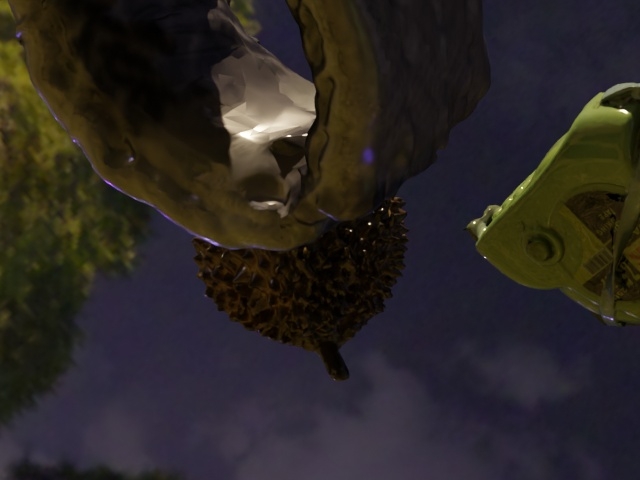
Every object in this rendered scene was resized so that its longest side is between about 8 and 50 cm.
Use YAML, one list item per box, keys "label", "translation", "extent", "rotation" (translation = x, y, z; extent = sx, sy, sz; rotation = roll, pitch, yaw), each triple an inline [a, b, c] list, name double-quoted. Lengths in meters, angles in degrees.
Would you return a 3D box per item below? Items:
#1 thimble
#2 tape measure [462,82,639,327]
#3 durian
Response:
- label: "thimble"
  translation: [-0.033, -0.125, 0.699]
  extent: [0.217, 0.157, 0.245]
  rotation: [-35, -87, 42]
- label: "tape measure"
  translation: [0.229, -0.021, 0.998]
  extent: [0.175, 0.106, 0.200]
  rotation: [41, -45, 7]
- label: "durian"
  translation: [0.000, 0.000, 0.857]
  extent: [0.091, 0.148, 0.188]
  rotation: [125, -38, -54]
